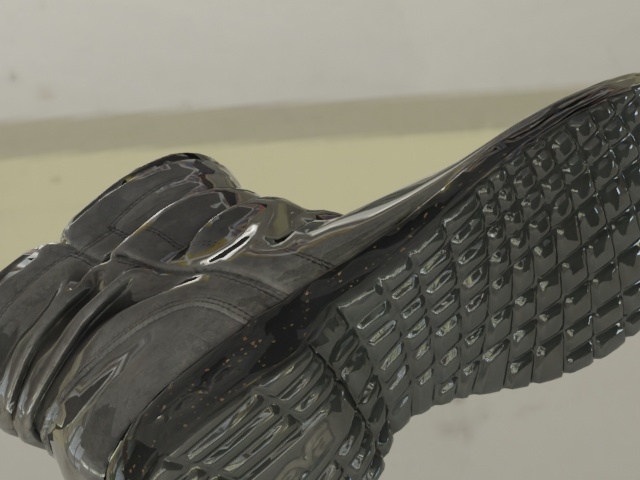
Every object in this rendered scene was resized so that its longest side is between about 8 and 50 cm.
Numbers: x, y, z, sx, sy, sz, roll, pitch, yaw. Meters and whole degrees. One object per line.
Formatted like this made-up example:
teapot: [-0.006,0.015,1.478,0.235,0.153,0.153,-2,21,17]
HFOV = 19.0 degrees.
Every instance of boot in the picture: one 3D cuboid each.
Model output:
boot: [0.000,0.000,0.854,0.338,0.118,0.223,-30,-148,-20]
